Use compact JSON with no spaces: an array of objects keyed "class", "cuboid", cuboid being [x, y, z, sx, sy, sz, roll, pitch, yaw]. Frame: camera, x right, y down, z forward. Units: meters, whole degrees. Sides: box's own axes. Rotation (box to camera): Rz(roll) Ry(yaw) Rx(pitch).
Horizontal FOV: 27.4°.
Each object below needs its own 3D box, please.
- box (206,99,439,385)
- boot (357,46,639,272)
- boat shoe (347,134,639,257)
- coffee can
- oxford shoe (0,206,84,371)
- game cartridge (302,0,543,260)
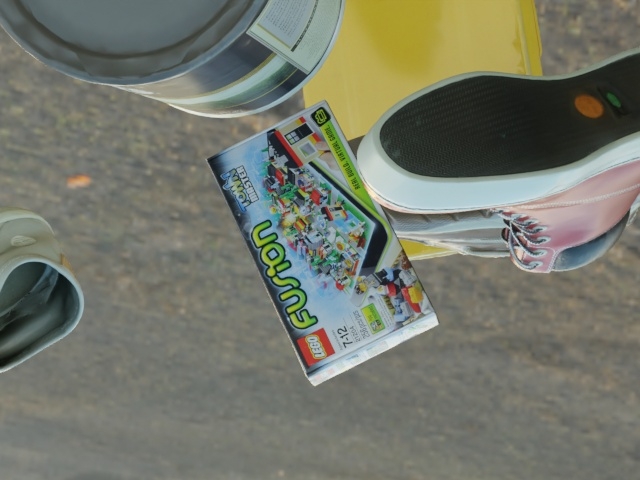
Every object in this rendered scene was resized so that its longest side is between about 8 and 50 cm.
[{"class":"box","cuboid":[0.000,0.000,1.060,0.114,0.207,0.036,-27,159,1]},{"class":"boot","cuboid":[0.118,-0.024,0.829,0.244,0.088,0.176,-13,147,-28]},{"class":"boat shoe","cuboid":[0.147,-0.030,1.257,0.324,0.123,0.116,2,145,4]},{"class":"coffee can","cuboid":[-0.097,-0.196,0.925,0.201,0.202,0.275,6,-178,9]},{"class":"oxford shoe","cuboid":[-0.390,0.113,1.175,0.130,0.449,0.169,34,137,25]},{"class":"game cartridge","cuboid":[0.112,-0.143,1.425,0.285,0.324,0.052,-9,175,34]}]
